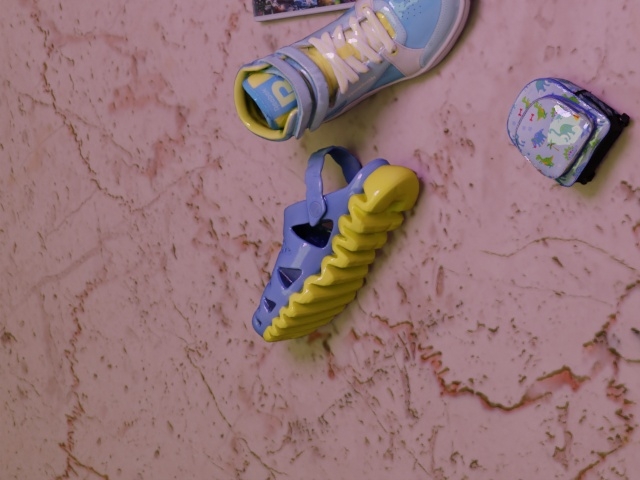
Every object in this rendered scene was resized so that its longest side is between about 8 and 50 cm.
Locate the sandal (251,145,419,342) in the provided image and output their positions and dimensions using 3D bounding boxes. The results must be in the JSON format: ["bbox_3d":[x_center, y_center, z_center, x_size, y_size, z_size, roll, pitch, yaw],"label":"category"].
[{"bbox_3d":[0.000,0.000,1.605,0.138,0.126,0.317,45,114,25],"label":"sandal"}]

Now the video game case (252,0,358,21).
[{"bbox_3d":[-0.018,-0.383,1.593,0.190,0.022,0.173,0,99,36],"label":"video game case"}]

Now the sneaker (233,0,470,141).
[{"bbox_3d":[0.026,-0.216,1.468,0.319,0.208,0.127,-36,88,37],"label":"sneaker"}]

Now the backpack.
[{"bbox_3d":[0.270,-0.129,1.389,0.114,0.084,0.105,43,119,25],"label":"backpack"}]
